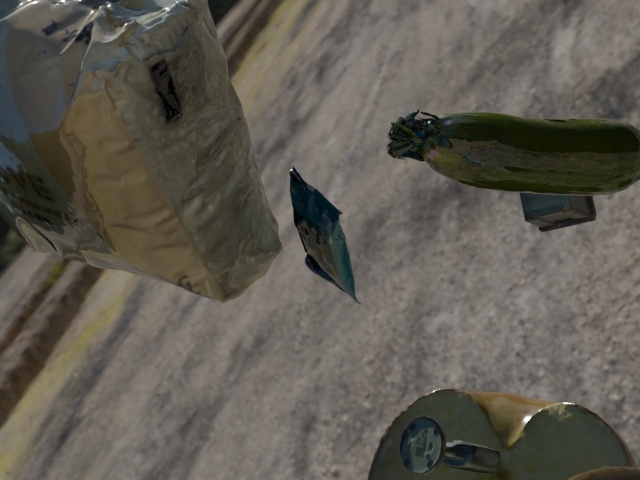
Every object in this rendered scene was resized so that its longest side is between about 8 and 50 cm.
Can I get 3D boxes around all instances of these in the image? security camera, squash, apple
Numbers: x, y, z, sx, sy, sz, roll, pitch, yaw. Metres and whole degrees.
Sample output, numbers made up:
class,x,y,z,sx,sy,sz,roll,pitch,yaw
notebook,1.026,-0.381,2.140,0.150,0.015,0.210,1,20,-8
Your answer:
class,x,y,z,sx,sy,sz,roll,pitch,yaw
security camera,0.126,0.198,0.989,0.058,0.092,0.058,-22,60,44
squash,0.126,-0.054,0.634,0.052,0.183,0.052,-177,90,-65
apple,0.214,0.295,1.145,0.293,0.163,0.251,3,75,33

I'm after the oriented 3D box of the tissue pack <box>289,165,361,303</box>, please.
class,x,y,z,sx,sy,sz,roll,pitch,yaw
tissue pack,0.000,0.000,1.009,0.028,0.138,0.085,-35,51,-16

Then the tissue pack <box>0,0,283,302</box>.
class,x,y,z,sx,sy,sz,roll,pitch,yaw
tissue pack,-0.236,-0.115,1.057,0.375,0.390,0.195,14,53,33

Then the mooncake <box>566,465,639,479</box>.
class,x,y,z,sx,sy,sz,roll,pitch,yaw
mooncake,0.254,0.336,0.843,0.155,0.284,0.284,-53,7,36

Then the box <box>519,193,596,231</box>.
class,x,y,z,sx,sy,sz,roll,pitch,yaw
box,0.219,-0.055,0.995,0.060,0.084,0.063,-13,-8,27
